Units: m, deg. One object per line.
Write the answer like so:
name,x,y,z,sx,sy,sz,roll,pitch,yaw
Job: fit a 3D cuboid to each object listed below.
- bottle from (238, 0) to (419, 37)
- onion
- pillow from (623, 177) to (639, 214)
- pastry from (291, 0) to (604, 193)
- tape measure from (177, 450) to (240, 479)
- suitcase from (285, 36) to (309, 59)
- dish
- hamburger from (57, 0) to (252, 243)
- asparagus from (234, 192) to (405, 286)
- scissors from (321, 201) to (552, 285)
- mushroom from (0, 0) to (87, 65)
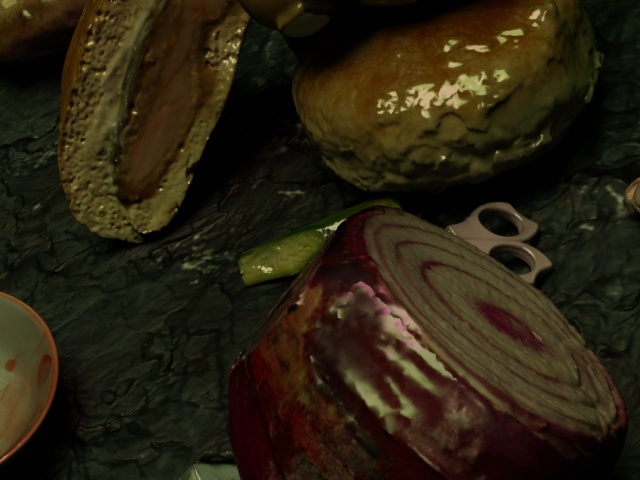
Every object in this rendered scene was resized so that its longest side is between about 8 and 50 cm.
bottle,0.077,-0.308,1.639,0.351,0.171,0.171,-22,40,0
onion,0.056,0.140,1.296,0.260,0.282,0.337,-50,16,16
pillow,0.371,0.007,1.445,0.173,0.067,0.270,-25,39,9
pastry,0.128,-0.172,1.692,0.329,0.136,0.330,-15,35,11
tape measure,-0.051,0.336,1.310,0.164,0.084,0.330,-51,52,35
suitcase,0.026,-0.360,1.801,0.229,0.335,0.152,-23,47,-1
dish,-0.368,0.165,1.633,0.260,0.085,0.260,-4,45,4
hamburger,-0.187,-0.181,1.810,0.162,0.330,0.209,13,17,-16
asparagus,0.000,0.000,1.667,0.178,0.041,0.045,-22,45,7
scissors,0.104,0.002,1.552,0.212,0.021,0.110,2,42,-13
mushroom,-0.325,-0.322,2.099,0.278,0.146,0.278,-23,38,20
